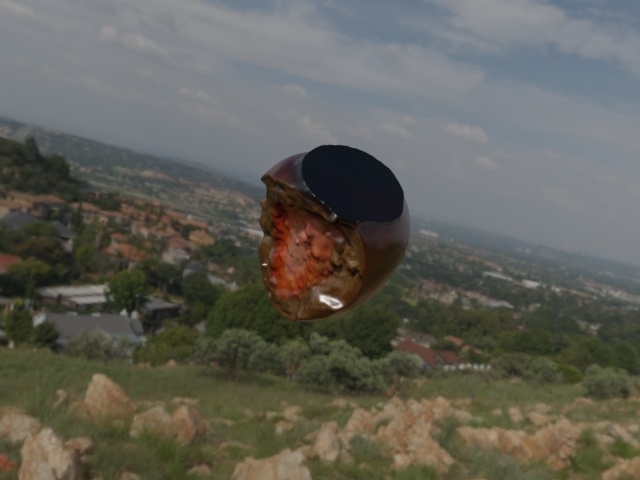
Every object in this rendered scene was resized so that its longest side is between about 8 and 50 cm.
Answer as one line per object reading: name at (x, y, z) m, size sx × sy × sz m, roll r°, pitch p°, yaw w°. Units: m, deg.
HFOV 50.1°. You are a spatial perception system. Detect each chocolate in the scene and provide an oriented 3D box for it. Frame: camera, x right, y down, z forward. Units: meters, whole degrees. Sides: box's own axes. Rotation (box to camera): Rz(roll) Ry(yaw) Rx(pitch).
chocolate at (0.000, 0.000, 0.547) m, size 0.127 × 0.124 × 0.133 m, roll 16°, pitch -41°, yaw -27°
